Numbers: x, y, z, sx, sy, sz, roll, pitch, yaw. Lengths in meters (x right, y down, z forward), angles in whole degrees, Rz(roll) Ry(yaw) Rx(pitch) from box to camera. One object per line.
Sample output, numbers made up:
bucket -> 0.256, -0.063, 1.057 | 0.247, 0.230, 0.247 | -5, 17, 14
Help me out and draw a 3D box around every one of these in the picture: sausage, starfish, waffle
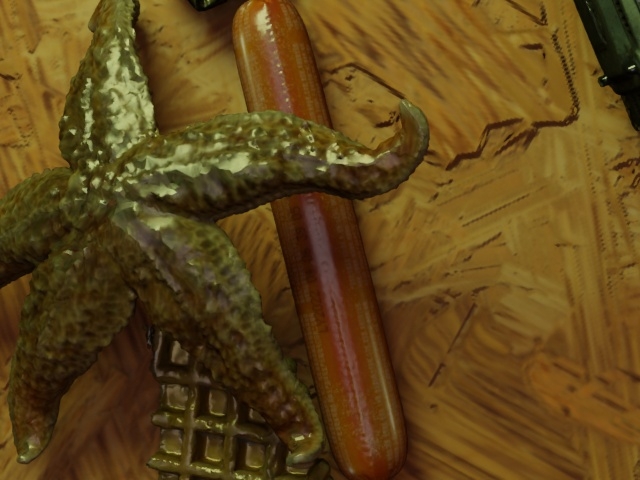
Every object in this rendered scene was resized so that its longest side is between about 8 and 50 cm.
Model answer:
sausage -> 0.000, 0.000, 0.824 | 0.053, 0.053, 0.348 | -14, 88, 4
starfish -> -0.109, -0.015, 0.785 | 0.375, 0.094, 0.327 | -10, 80, 21
waffle -> -0.073, 0.141, 0.832 | 0.160, 0.046, 0.192 | -32, 83, 12

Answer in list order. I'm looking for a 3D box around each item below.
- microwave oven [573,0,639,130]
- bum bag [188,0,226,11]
microwave oven -> 0.207, -0.179, 0.758 | 0.129, 0.163, 0.205 | -23, 91, 6
bum bag -> -0.021, -0.252, 0.823 | 0.232, 0.060, 0.107 | -41, 70, 2
